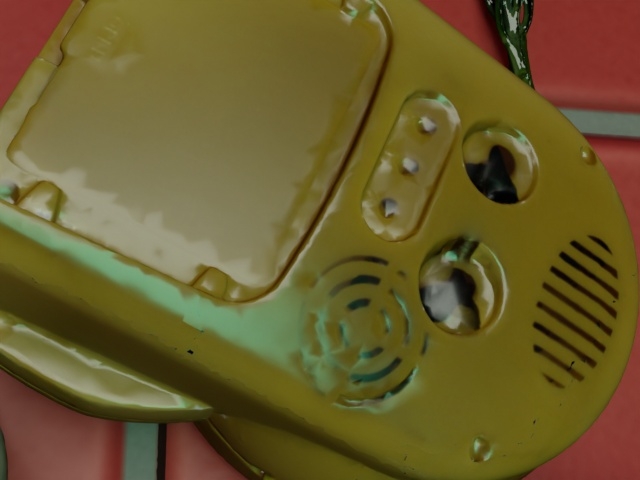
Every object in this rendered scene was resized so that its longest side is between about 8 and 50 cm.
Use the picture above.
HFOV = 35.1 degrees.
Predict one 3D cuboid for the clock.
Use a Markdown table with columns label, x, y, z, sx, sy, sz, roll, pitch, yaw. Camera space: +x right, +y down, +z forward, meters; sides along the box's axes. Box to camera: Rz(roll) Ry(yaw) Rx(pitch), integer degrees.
| label | x | y | z | sx | sy | sz | roll | pitch | yaw |
| --- | --- | --- | --- | --- | --- | --- | --- | --- | --- |
| clock | 0.000 | 0.000 | 0.488 | 0.317 | 0.200 | 0.244 | 30 | 71 | -9 |

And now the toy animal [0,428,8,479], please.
| label | x | y | z | sx | sy | sz | roll | pitch | yaw |
| --- | --- | --- | --- | --- | --- | --- | --- | --- | --- |
| toy animal | -0.281 | 0.079 | 0.418 | 0.325 | 0.154 | 0.209 | 6 | 82 | 4 |

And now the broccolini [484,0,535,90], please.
| label | x | y | z | sx | sy | sz | roll | pitch | yaw |
| --- | --- | --- | --- | --- | --- | --- | --- | --- | --- |
| broccolini | 0.121 | -0.094 | 0.619 | 0.042 | 0.044 | 0.218 | 2 | 76 | -27 |
